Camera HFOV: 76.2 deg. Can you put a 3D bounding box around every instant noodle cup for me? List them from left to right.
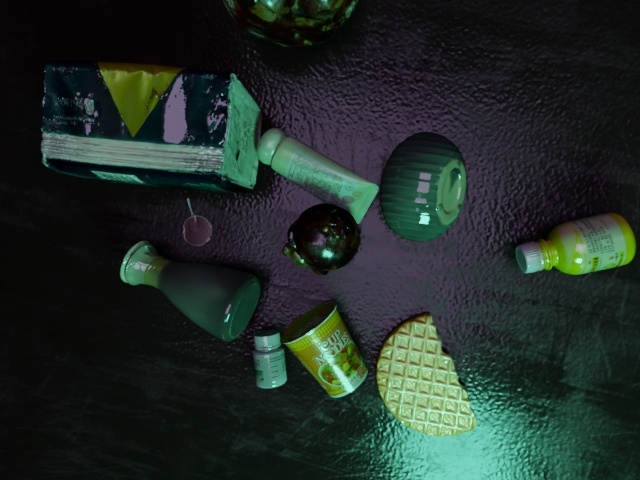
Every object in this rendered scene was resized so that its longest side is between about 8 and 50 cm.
[{"bbox_3d":[0.018,0.269,0.987,0.169,0.168,0.184,-32,96,8],"label":"instant noodle cup"}]

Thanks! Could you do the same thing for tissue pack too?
[{"bbox_3d":[-0.364,-0.248,0.944,0.417,0.264,0.253,8,93,7],"label":"tissue pack"}]

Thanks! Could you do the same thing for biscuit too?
[{"bbox_3d":[0.245,0.352,1.011,0.205,0.040,0.308,-23,90,8],"label":"biscuit"}]

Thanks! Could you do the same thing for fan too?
[{"bbox_3d":[-0.333,-0.049,1.080,0.085,0.005,0.133,-16,92,8],"label":"fan"}]

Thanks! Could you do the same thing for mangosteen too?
[{"bbox_3d":[0.008,0.000,0.975,0.173,0.184,0.172,9,51,-11],"label":"mangosteen"}]

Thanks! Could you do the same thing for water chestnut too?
[{"bbox_3d":[-0.082,-0.602,0.903,0.336,0.347,0.334,-13,117,-27],"label":"water chestnut"}]

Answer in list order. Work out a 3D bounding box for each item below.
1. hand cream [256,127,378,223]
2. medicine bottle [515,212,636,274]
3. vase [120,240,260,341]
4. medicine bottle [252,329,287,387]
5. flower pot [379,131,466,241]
[{"bbox_3d":[-0.013,-0.161,0.984,0.306,0.147,0.093,34,53,7],"label":"hand cream"},{"bbox_3d":[0.558,0.018,0.914,0.213,0.122,0.121,-14,91,8],"label":"medicine bottle"},{"bbox_3d":[-0.325,0.112,1.018,0.322,0.173,0.173,21,95,12],"label":"vase"},{"bbox_3d":[-0.130,0.298,1.035,0.081,0.080,0.130,-6,92,7],"label":"medicine bottle"},{"bbox_3d":[0.230,-0.118,0.912,0.157,0.190,0.242,17,102,48],"label":"flower pot"}]
